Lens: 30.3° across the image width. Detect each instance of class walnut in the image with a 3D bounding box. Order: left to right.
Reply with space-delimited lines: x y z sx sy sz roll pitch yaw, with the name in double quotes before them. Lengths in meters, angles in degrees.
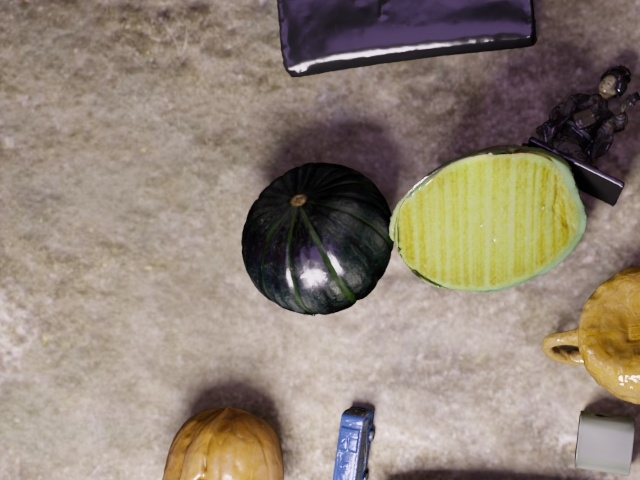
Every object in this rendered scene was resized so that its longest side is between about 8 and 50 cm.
"walnut" -0.154 0.370 1.855 0.195 0.195 0.222 9 94 13

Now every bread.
"bread" 0.249 -0.028 1.756 0.301 0.301 0.045 -20 43 11

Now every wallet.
"wallet" 0.130 -0.395 1.875 0.405 0.062 0.229 -5 87 11

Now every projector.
"projector" 0.428 0.305 1.779 0.082 0.083 0.083 7 90 12

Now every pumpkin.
"pumpkin" 0.000 0.000 1.825 0.249 0.216 0.250 -11 64 24

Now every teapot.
"teapot" 0.483 0.152 1.743 0.311 0.167 0.203 -13 58 30

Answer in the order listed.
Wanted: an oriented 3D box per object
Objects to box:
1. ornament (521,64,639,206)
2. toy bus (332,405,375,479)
"ornament" 0.416 -0.183 1.774 0.166 0.153 0.196 28 85 12
"toy bus" 0.051 0.343 1.874 0.051 0.061 0.153 8 92 18
